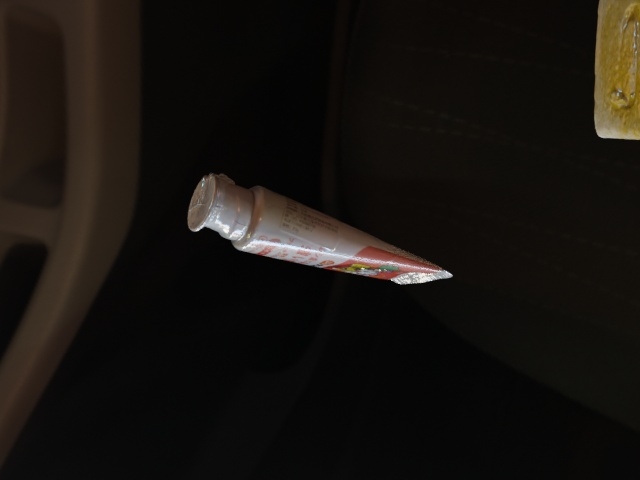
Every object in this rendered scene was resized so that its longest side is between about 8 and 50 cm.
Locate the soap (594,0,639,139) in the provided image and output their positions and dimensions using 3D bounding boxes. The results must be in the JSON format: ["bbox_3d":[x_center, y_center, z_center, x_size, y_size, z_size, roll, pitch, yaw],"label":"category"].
[{"bbox_3d":[0.283,-0.140,0.720,0.232,0.073,0.140,-149,58,-77],"label":"soap"}]

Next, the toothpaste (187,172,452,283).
[{"bbox_3d":[0.000,0.000,0.871,0.089,0.234,0.057,-12,64,59],"label":"toothpaste"}]
